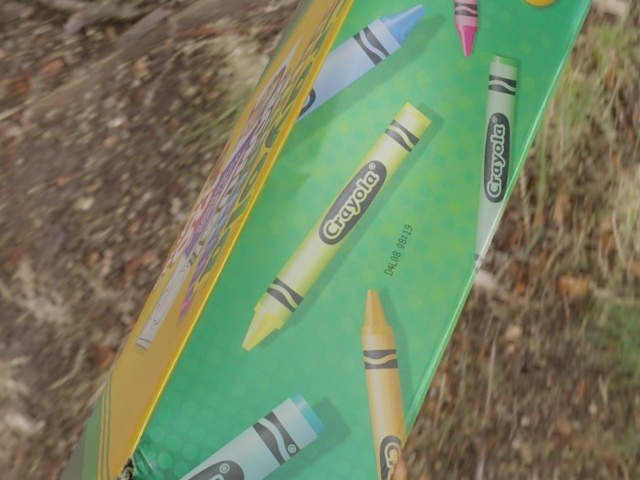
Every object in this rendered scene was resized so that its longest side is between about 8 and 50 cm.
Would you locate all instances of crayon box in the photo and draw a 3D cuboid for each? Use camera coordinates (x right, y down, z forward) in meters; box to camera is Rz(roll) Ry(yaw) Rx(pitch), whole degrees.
[{"bbox_3d":[0.000,0.000,0.720,0.081,0.165,0.278,29,66,-9],"label":"crayon box"}]
